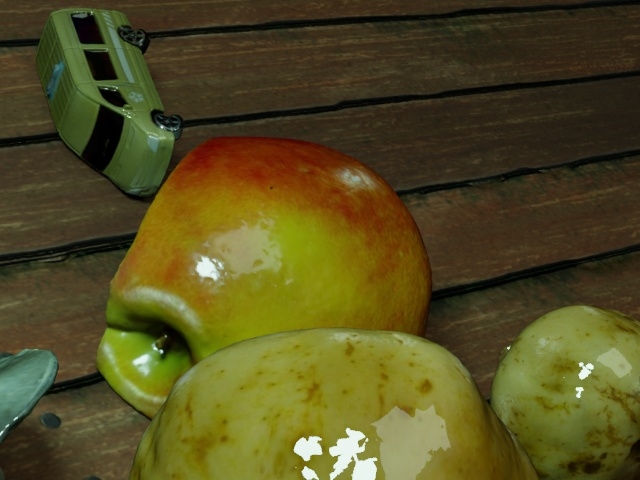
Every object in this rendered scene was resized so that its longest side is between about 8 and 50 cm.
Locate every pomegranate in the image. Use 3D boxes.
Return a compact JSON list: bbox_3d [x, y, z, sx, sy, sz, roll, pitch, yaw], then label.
[{"bbox_3d":[0.012,0.242,1.650,0.410,0.410,0.410,20,36,-15],"label":"pomegranate"},{"bbox_3d":[0.290,0.176,2.081,0.215,0.215,0.215,20,36,-15],"label":"pomegranate"}]

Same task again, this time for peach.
[{"bbox_3d":[-0.030,0.042,1.970,0.306,0.242,0.380,32,34,10],"label":"peach"}]

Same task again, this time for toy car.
[{"bbox_3d":[-0.252,-0.163,2.179,0.124,0.101,0.257,4,41,-28],"label":"toy car"}]

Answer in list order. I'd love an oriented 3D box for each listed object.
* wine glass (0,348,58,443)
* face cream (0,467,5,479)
[{"bbox_3d":[-0.416,0.008,1.588,0.406,0.267,0.267,55,29,-18],"label":"wine glass"},{"bbox_3d":[-0.329,0.283,1.574,0.077,0.077,0.250,23,35,-11],"label":"face cream"}]
